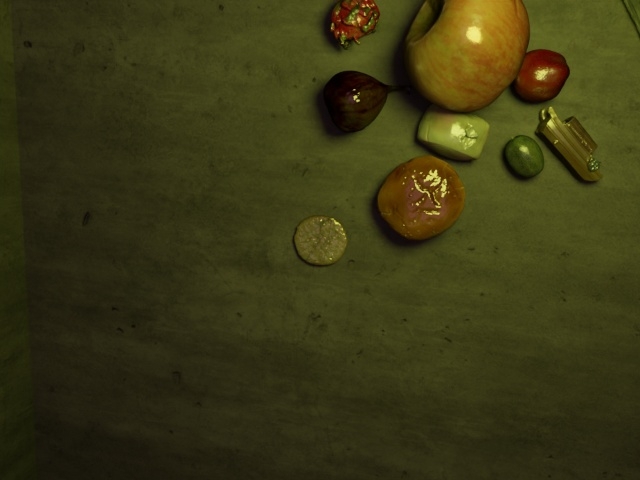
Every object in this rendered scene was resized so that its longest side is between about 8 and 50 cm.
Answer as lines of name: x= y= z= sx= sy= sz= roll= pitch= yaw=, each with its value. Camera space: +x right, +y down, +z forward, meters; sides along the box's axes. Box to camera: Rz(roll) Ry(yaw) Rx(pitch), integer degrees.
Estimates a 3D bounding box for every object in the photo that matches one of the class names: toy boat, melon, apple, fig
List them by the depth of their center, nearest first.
apple: x=0.458 y=-0.609 z=1.368 sx=0.346 sy=0.391 sz=0.391 roll=25 pitch=105 yaw=-18
toy boat: x=0.871 y=-0.336 z=1.500 sx=0.115 sy=0.089 sz=0.310 roll=-43 pitch=92 yaw=12
melon: x=0.713 y=-0.299 z=1.521 sx=0.114 sy=0.114 sz=0.167 roll=-34 pitch=96 yaw=14
fig: x=0.178 y=-0.511 z=1.551 sx=0.320 sy=0.217 sz=0.217 roll=-18 pitch=100 yaw=-16

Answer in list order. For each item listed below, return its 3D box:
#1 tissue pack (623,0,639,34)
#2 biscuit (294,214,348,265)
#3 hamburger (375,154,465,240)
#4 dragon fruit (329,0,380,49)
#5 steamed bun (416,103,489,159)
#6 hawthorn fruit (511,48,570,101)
tissue pack: x=1.067 y=-0.838 z=1.311 sx=0.266 sy=0.194 sz=0.356 roll=-31 pitch=96 yaw=12
biscuit: x=0.000 y=0.000 z=1.736 sx=0.219 sy=0.033 sz=0.220 roll=2 pitch=103 yaw=9
hamburger: x=0.364 y=-0.151 z=1.580 sx=0.314 sy=0.170 sz=0.290 roll=-35 pitch=88 yaw=15
dragon fruit: x=0.118 y=-0.763 z=1.507 sx=0.172 sy=0.160 sz=0.166 roll=-35 pitch=127 yaw=16
steamed bun: x=0.468 y=-0.379 z=1.522 sx=0.238 sy=0.152 sz=0.170 roll=22 pitch=103 yaw=1
hawthorn fruit: x=0.717 y=-0.548 z=1.447 sx=0.188 sy=0.169 sz=0.169 roll=5 pitch=102 yaw=7
